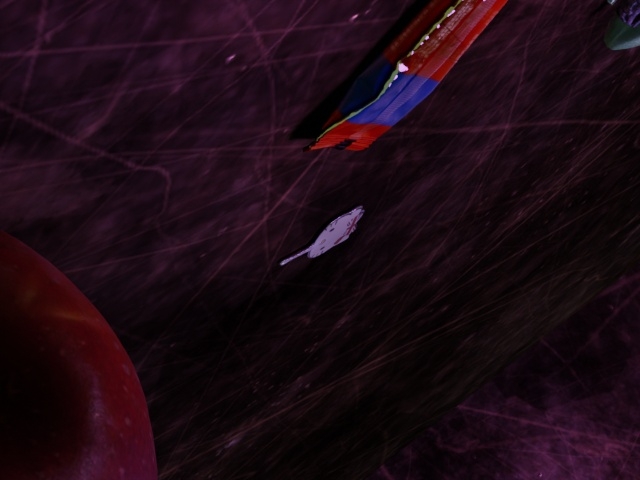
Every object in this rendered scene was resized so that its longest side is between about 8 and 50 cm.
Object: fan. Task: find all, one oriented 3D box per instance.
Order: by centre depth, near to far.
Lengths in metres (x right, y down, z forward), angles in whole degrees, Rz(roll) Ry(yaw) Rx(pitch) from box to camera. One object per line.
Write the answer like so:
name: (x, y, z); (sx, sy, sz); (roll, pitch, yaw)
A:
fan: (0.000, 0.000, 0.951); (0.083, 0.004, 0.056); (-28, 160, -33)

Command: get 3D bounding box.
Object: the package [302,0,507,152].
package: (0.071, -0.124, 0.751); (0.200, 0.022, 0.083); (-45, 162, 21)

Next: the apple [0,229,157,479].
apple: (-0.172, 0.093, 0.453); (0.218, 0.218, 0.201); (-22, 154, -47)

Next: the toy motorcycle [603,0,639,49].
toy motorcycle: (0.296, -0.221, 0.924); (0.190, 0.074, 0.106); (-39, 172, -3)
